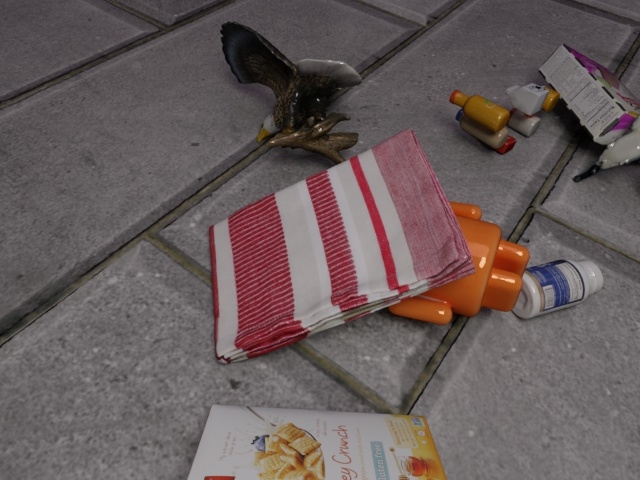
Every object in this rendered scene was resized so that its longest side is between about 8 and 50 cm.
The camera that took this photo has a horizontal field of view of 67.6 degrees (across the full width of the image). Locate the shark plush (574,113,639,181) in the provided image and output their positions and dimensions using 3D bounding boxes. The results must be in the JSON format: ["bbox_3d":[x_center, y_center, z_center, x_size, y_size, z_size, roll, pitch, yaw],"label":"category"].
[{"bbox_3d":[0.516,-0.138,0.805,0.067,0.161,0.073,7,45,-49],"label":"shark plush"}]

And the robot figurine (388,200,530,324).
[{"bbox_3d":[0.154,0.022,0.635,0.219,0.158,0.128,15,7,20],"label":"robot figurine"}]

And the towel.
[{"bbox_3d":[0.000,0.000,0.613,0.328,0.037,0.237,-24,50,12],"label":"towel"}]

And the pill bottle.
[{"bbox_3d":[0.324,0.063,0.662,0.120,0.067,0.067,-12,52,-14],"label":"pill bottle"}]

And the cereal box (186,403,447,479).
[{"bbox_3d":[-0.002,0.229,0.455,0.240,0.047,0.173,4,16,-2],"label":"cereal box"}]

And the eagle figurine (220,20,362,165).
[{"bbox_3d":[-0.048,-0.263,0.830,0.225,0.226,0.298,-17,56,7],"label":"eagle figurine"}]

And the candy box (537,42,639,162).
[{"bbox_3d":[0.541,-0.265,0.916,0.159,0.071,0.234,12,46,-27],"label":"candy box"}]

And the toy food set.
[{"bbox_3d":[0.334,-0.240,0.887,0.232,0.111,0.104,-29,56,-33],"label":"toy food set"}]
